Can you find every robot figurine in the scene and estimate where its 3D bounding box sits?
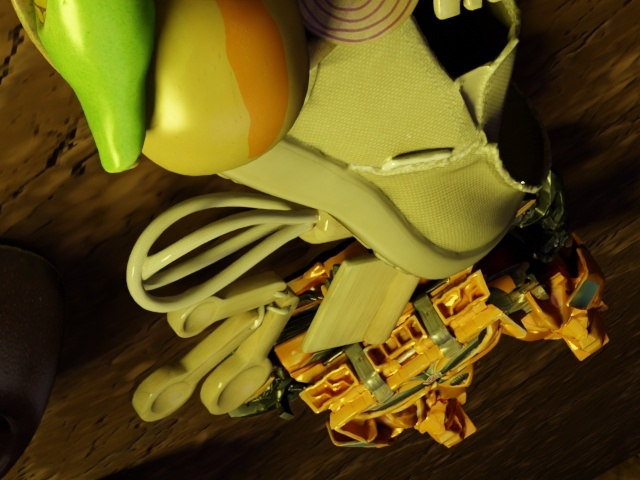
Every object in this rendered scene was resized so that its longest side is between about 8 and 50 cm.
[{"bbox_3d":[0.065,0.047,1.075,0.211,0.085,0.291,-36,165,12],"label":"robot figurine"}]

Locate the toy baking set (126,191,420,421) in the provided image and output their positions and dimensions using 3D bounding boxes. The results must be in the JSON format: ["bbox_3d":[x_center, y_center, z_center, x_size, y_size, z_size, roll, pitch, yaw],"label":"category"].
[{"bbox_3d":[0.005,-0.003,0.820,0.196,0.030,0.256,-33,154,-20],"label":"toy baking set"}]

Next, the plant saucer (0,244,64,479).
[{"bbox_3d":[-0.227,0.106,0.765,0.310,0.050,0.310,-29,164,-9],"label":"plant saucer"}]

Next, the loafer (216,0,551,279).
[{"bbox_3d":[0.023,-0.056,0.625,0.092,0.102,0.268,-38,161,17],"label":"loafer"}]

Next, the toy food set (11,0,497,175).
[{"bbox_3d":[-0.018,-0.081,0.468,0.192,0.038,0.132,-23,124,-30],"label":"toy food set"}]
